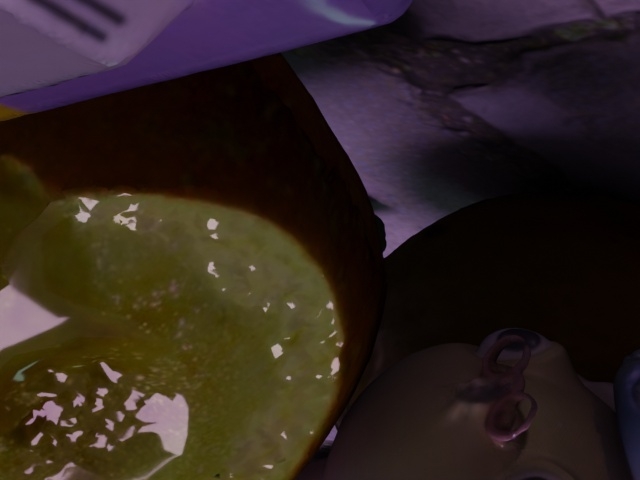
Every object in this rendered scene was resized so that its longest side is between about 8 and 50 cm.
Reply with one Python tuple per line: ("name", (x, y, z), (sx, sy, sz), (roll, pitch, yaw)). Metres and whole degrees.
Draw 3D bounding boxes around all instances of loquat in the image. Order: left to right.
("loquat", (0.149, 0.106, 1.041), (0.283, 0.276, 0.276), (-5, 160, 1))

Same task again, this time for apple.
("apple", (-0.161, 0.021, 0.829), (0.374, 0.374, 0.384), (13, 168, -2))

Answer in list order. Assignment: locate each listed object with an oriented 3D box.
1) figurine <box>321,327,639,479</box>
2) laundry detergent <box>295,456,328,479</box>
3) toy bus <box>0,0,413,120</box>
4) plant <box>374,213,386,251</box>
("figurine", (0.200, 0.126, 0.799), (0.394, 0.227, 0.274), (-27, 128, 20))
("laundry detergent", (0.055, 0.315, 2.005), (0.171, 0.076, 0.237), (15, 161, -19))
("toy bus", (-0.151, -0.158, 0.508), (0.440, 0.249, 0.209), (-7, 153, 44))
("plant", (0.000, 0.000, 1.176), (0.051, 0.051, 0.102), (26, 162, -35))
